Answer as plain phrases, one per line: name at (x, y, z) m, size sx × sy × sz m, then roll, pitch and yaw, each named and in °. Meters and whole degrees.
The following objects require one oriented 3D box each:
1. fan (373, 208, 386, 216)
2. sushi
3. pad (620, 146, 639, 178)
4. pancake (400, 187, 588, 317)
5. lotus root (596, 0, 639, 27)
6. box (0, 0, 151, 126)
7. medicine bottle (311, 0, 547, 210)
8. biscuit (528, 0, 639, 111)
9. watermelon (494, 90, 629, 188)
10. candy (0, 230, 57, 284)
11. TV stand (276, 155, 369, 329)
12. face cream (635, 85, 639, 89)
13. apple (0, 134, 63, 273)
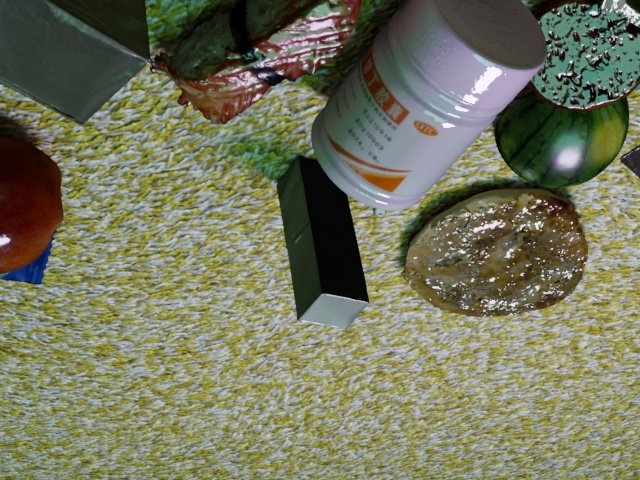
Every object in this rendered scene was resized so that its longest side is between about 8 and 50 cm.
fan at (0.102, -0.112, 1.990) m, size 0.153 × 0.008 × 0.226 m, roll -4°, pitch 141°, yaw -7°
sushi at (-0.080, -0.269, 1.668) m, size 0.332 × 0.130 × 0.124 m, roll -29°, pitch 133°, yaw 17°
pad at (0.684, -0.121, 2.087) m, size 0.220 × 0.004 × 0.330 m, roll -32°, pitch 137°, yaw 28°
pancake at (0.310, 0.028, 2.166) m, size 0.356 × 0.065 × 0.356 m, roll -6°, pitch 142°, yaw -5°
lotus root at (0.484, -0.346, 1.667) m, size 0.235 × 0.119 × 0.138 m, roll 20°, pitch 135°, yaw -29°
box at (-0.355, -0.286, 1.565) m, size 0.149 × 0.155 × 0.231 m, roll -36°, pitch 133°, yaw 28°
medicine bottle at (0.145, -0.209, 1.713) m, size 0.202 × 0.202 × 0.316 m, roll 15°, pitch 136°, yaw -27°
biscuit at (0.380, -0.272, 1.757) m, size 0.192 × 0.049 × 0.192 m, roll 4°, pitch 117°, yaw 8°
watermelon at (0.379, -0.149, 1.898) m, size 0.204 × 0.127 × 0.232 m, roll 5°, pitch 146°, yaw -22°
candy at (-0.591, -0.009, 1.943) m, size 0.331 × 0.077 × 0.187 m, roll 7°, pitch 138°, yaw -16°
TV stand at (0.000, 0.000, 1.901) m, size 0.088 × 0.269 × 0.083 m, roll 11°, pitch 138°, yaw -27°
face cream at (0.609, -0.262, 1.828) m, size 0.337 × 0.080 × 0.163 m, roll -4°, pitch 143°, yaw -4°
apple at (-0.492, -0.053, 1.783) m, size 0.234 × 0.234 × 0.234 m, roll -5°, pitch 143°, yaw -4°
